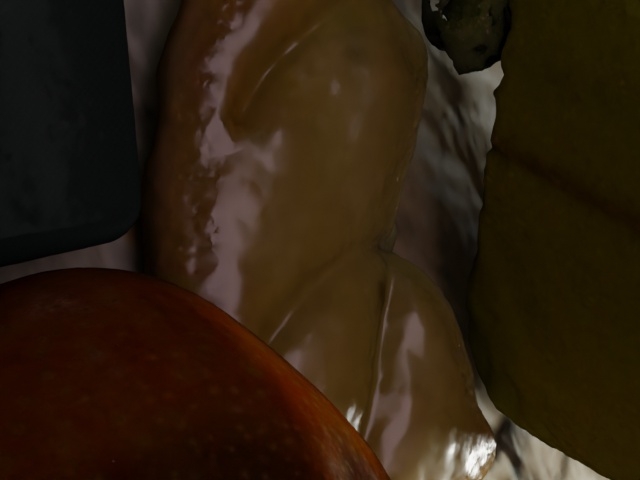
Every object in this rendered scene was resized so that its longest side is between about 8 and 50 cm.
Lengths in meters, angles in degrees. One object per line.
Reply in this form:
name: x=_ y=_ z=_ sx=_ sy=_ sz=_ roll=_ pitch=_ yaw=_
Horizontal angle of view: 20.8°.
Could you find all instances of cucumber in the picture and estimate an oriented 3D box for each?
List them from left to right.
cucumber: x=0.147 y=-0.143 z=0.829 sx=0.245 sy=0.067 sz=0.067 roll=-24 pitch=106 yaw=-39

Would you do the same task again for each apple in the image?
apple: x=-0.074 y=0.127 z=0.550 sx=0.230 sy=0.230 sz=0.230 roll=-1 pitch=92 yaw=-40

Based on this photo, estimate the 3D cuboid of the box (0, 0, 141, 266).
box: x=-0.166 y=-0.059 z=0.568 sx=0.230 sy=0.050 sz=0.160 roll=-13 pitch=102 yaw=-40

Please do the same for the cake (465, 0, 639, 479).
cake: x=0.172 y=-0.022 z=0.768 sx=0.179 sy=0.156 sz=0.260 roll=-16 pitch=125 yaw=-38

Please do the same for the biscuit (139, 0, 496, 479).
biscuit: x=-0.003 y=-0.001 z=0.715 sx=0.154 sy=0.045 sz=0.299 roll=-17 pitch=101 yaw=-37
